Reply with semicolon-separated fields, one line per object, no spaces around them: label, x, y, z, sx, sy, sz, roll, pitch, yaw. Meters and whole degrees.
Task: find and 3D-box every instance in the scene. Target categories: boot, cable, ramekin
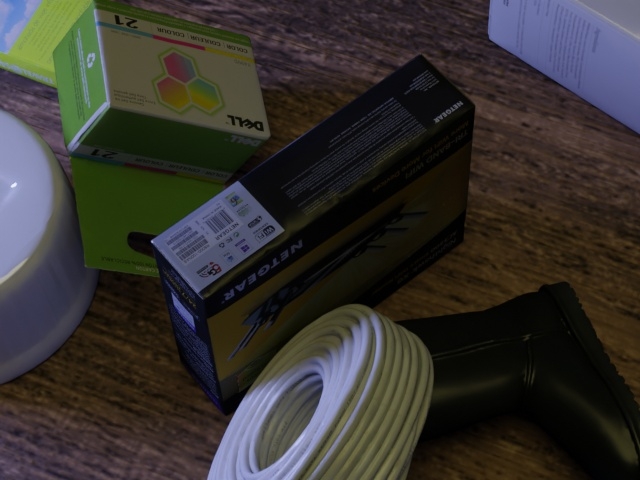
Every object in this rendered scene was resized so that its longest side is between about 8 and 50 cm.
boot;0.171;0.158;1.486;0.207;0.094;0.246;-15;54;-11
cable;-0.008;0.175;1.397;0.089;0.257;0.257;36;63;-18
ramekin;-0.361;-0.003;1.575;0.277;0.135;0.277;-1;60;2

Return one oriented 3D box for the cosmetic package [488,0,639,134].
cosmetic package;0.374;-0.218;1.662;0.365;0.155;0.197;38;68;20

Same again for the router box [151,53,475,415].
router box;0.000;0.000;1.500;0.309;0.243;0.081;-36;65;-17

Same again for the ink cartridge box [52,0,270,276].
ink cartridge box;-0.147;-0.093;1.594;0.188;0.097;0.255;9;53;-34

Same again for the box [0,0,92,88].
box;-0.314;-0.232;1.757;0.178;0.042;0.109;21;62;13
